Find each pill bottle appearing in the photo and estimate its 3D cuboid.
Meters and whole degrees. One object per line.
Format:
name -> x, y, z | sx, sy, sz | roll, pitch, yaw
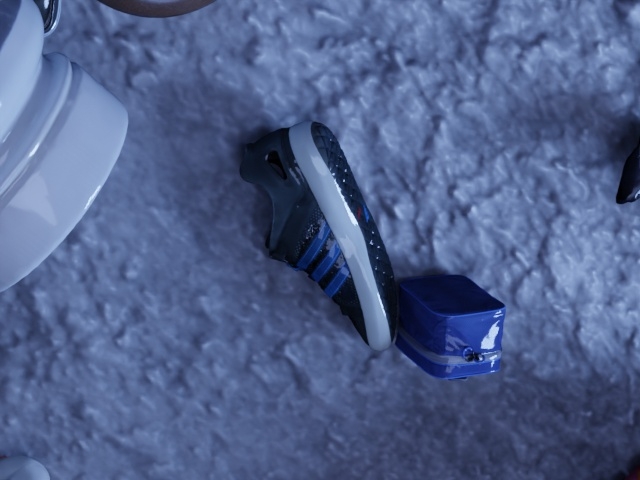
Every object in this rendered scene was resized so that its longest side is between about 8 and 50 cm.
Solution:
pill bottle -> -0.315, -0.133, 1.246 | 0.361, 0.204, 0.204 | 39, 93, -24

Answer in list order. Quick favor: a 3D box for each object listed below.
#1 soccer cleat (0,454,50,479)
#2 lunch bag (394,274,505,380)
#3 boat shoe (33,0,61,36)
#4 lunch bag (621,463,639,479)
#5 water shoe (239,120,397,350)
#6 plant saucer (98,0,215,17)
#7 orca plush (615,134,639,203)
soccer cleat -> -0.272, 0.254, 1.456 | 0.068, 0.076, 0.196 | 29, 97, -24
lunch bag -> 0.105, 0.074, 1.505 | 0.067, 0.098, 0.065 | -5, 111, -22
boat shoe -> -0.214, -0.210, 1.342 | 0.049, 0.040, 0.142 | -14, 111, -13
lunch bag -> 0.322, 0.288, 1.556 | 0.293, 0.258, 0.120 | -47, 115, 1
water shoe -> 0.000, 0.000, 1.476 | 0.080, 0.073, 0.203 | -15, 114, 16
plant saucer -> -0.114, -0.242, 1.371 | 0.168, 0.029, 0.168 | -5, 110, -15
orca plush -> 0.357, 0.009, 1.566 | 0.287, 0.151, 0.102 | 17, 133, -25
